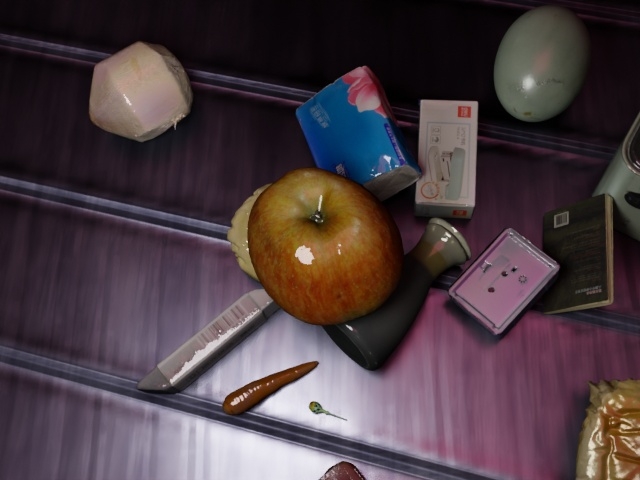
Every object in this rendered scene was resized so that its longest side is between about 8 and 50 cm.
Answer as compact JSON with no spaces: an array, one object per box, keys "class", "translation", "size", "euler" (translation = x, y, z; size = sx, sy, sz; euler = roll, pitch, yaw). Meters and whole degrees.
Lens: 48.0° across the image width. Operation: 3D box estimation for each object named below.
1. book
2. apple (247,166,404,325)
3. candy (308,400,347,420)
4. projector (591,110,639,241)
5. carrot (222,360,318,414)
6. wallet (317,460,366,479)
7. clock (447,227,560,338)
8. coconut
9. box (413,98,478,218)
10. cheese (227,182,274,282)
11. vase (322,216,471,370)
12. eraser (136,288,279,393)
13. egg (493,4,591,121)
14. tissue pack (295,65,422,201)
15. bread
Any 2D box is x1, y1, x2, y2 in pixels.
[{"class":"book","translation":[0.522,0.030,1.467],"size":[0.024,0.160,0.228],"euler":[19,67,-30]},{"class":"apple","translation":[0.000,0.000,1.337],"size":[0.309,0.250,0.277],"euler":[12,47,37]},{"class":"candy","translation":[0.016,0.347,1.453],"size":[0.083,0.025,0.023],"euler":[21,60,0]},{"class":"projector","translation":[0.726,-0.143,1.453],"size":[0.249,0.249,0.248],"euler":[29,74,16]},{"class":"carrot","translation":[-0.101,0.295,1.471],"size":[0.216,0.048,0.048],"euler":[-26,69,-11]},{"class":"wallet","translation":[0.082,0.547,1.361],"size":[0.137,0.031,0.255],"euler":[-39,71,-9]},{"class":"clock","translation":[0.376,0.087,1.467],"size":[0.193,0.073,0.145],"euler":[-46,65,-2]},{"class":"coconut","translation":[-0.421,-0.333,1.654],"size":[0.224,0.224,0.234],"euler":[40,76,17]},{"class":"box","translation":[0.277,-0.184,1.598],"size":[0.135,0.079,0.269],"euler":[4,70,7]},{"class":"cheese","translation":[-0.082,-0.004,1.545],"size":[0.226,0.117,0.214],"euler":[36,82,12]},{"class":"vase","translation":[0.157,0.096,1.462],"size":[0.321,0.173,0.173],"euler":[-43,71,-15]},{"class":"eraser","translation":[-0.221,0.209,1.487],"size":[0.352,0.089,0.061],"euler":[-40,74,-9]},{"class":"egg","translation":[0.491,-0.393,1.592],"size":[0.203,0.203,0.282],"euler":[18,68,11]},{"class":"tissue pack","translation":[0.074,-0.212,1.568],"size":[0.209,0.137,0.269],"euler":[-30,67,24]},{"class":"bread","translation":[0.582,0.446,1.295],"size":[0.236,0.183,0.388],"euler":[4,75,23]}]
